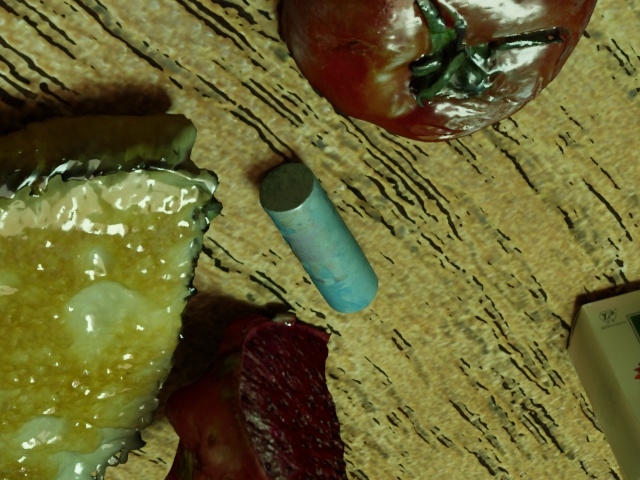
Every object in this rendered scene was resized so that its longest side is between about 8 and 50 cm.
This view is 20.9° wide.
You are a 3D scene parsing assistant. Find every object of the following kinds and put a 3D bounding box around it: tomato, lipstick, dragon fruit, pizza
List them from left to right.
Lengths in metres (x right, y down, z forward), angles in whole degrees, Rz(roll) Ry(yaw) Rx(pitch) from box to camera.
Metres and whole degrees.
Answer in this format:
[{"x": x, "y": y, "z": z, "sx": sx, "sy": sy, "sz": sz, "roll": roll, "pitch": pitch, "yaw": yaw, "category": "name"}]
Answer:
[{"x": -0.240, "y": 0.037, "z": 1.256, "sx": 0.435, "sy": 0.080, "sz": 0.392, "roll": 16, "pitch": 129, "yaw": -42, "category": "pizza"}, {"x": -0.083, "y": 0.192, "z": 1.403, "sx": 0.134, "sy": 0.262, "sz": 0.211, "roll": 29, "pitch": 119, "yaw": -29, "category": "dragon fruit"}, {"x": 0.000, "y": 0.000, "z": 1.356, "sx": 0.048, "sy": 0.048, "sz": 0.158, "roll": -26, "pitch": 143, "yaw": 5, "category": "lipstick"}, {"x": 0.090, "y": -0.146, "z": 1.182, "sx": 0.228, "sy": 0.101, "sz": 0.228, "roll": -13, "pitch": 145, "yaw": -9, "category": "tomato"}]

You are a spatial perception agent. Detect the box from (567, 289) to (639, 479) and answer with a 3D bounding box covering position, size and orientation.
[{"x": 0.356, "y": 0.120, "z": 1.589, "sx": 0.212, "sy": 0.168, "sz": 0.095, "roll": -14, "pitch": 146, "yaw": -12, "category": "box"}]
